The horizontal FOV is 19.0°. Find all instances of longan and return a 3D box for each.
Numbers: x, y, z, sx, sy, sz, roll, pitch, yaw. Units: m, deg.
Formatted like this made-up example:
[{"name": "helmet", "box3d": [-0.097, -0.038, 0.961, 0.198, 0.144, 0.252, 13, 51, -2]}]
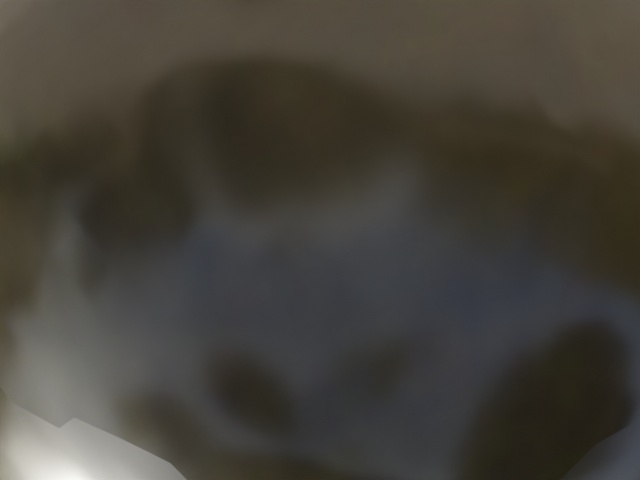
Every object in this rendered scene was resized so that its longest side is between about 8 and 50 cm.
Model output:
[{"name": "longan", "box3d": [0.000, 0.000, 0.706, 0.361, 0.361, 0.361, 3, 158, 1]}]
